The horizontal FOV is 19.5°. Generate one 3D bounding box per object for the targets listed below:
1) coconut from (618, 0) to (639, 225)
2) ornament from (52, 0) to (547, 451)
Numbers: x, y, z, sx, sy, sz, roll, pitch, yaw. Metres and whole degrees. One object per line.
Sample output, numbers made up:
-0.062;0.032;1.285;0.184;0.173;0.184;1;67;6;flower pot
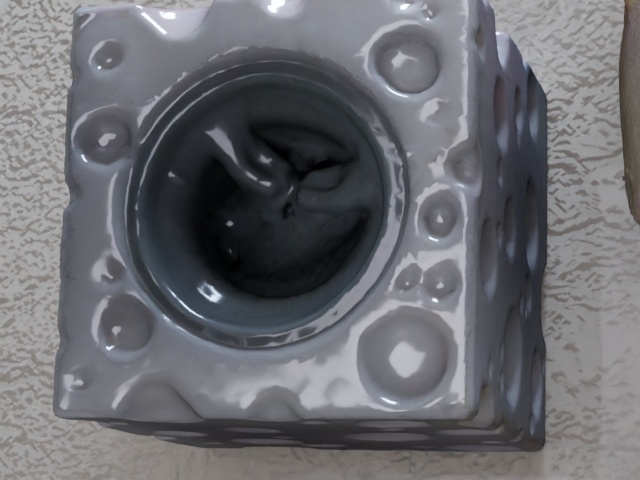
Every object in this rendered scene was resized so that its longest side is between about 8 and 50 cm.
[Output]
0.273;-0.073;1.069;0.234;0.224;0.224;27;88;18;coconut
0.000;0.000;1.115;0.240;0.240;0.239;-1;78;17;ornament
